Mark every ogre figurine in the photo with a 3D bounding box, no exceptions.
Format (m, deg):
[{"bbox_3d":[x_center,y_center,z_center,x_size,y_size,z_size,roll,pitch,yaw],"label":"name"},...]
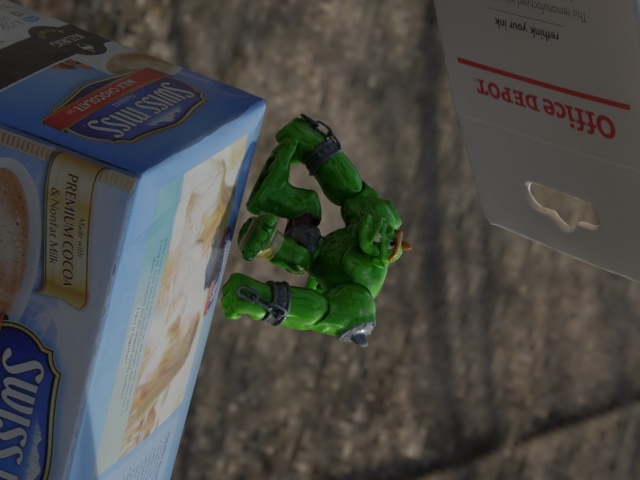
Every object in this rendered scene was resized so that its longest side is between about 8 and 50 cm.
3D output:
[{"bbox_3d":[0.000,0.000,1.480,0.097,0.118,0.197,-53,-164,25],"label":"ogre figurine"}]

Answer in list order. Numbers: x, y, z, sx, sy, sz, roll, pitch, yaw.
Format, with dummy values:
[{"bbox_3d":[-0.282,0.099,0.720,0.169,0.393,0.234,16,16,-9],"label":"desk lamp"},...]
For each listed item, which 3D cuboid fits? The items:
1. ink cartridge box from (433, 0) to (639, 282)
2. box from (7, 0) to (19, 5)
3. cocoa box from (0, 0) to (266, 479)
[{"bbox_3d":[0.159,-0.167,1.125,0.119,0.207,0.353,-23,115,-24],"label":"ink cartridge box"},{"bbox_3d":[-0.352,-0.098,1.856,0.247,0.142,0.163,-37,-168,4],"label":"box"},{"bbox_3d":[-0.212,0.043,1.386,0.231,0.228,0.347,-39,147,-64],"label":"cocoa box"}]
